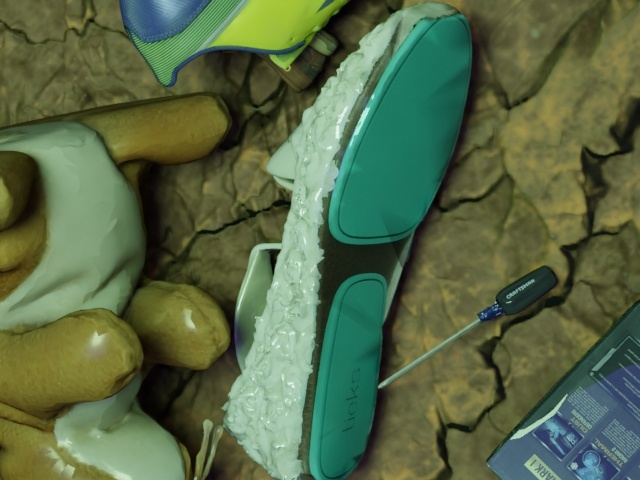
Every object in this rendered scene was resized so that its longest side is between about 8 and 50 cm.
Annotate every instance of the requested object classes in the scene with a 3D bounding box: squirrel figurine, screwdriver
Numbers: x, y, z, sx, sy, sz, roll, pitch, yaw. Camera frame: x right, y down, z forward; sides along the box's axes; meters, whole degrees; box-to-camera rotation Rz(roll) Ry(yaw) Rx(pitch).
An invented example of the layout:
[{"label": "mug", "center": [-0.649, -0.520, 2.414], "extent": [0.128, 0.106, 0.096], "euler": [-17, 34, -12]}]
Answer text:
[{"label": "squirrel figurine", "center": [-0.257, 0.099, 1.009], "extent": [0.397, 0.281, 0.370], "euler": [-3, 106, 28]}, {"label": "screwdriver", "center": [0.116, 0.069, 0.985], "extent": [0.170, 0.024, 0.025], "euler": [-29, 93, -2]}]

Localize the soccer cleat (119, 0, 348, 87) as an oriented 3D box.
[{"label": "soccer cleat", "center": [-0.014, -0.201, 0.942], "extent": [0.289, 0.093, 0.121], "euler": [-20, 111, -16]}]

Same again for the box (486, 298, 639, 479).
[{"label": "box", "center": [0.272, 0.187, 0.937], "extent": [0.232, 0.059, 0.183], "euler": [43, 90, 12]}]

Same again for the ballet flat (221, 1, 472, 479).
[{"label": "ballet flat", "center": [0.000, 0.000, 0.976], "extent": [0.147, 0.147, 0.409], "euler": [17, 100, 11]}]

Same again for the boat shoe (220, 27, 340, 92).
[{"label": "boat shoe", "center": [-0.073, -0.184, 1.002], "extent": [0.178, 0.064, 0.060], "euler": [32, 100, 6]}]
